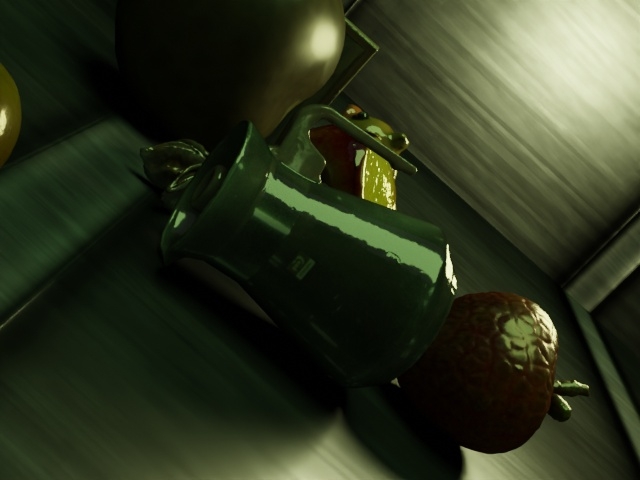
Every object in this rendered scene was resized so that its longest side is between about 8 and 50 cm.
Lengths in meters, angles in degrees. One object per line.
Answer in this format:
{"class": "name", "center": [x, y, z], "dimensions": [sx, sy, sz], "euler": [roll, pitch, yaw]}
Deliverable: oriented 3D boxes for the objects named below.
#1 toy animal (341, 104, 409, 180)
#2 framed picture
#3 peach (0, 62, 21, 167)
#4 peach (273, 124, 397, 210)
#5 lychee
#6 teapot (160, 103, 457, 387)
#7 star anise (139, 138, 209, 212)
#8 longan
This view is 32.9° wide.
{"class": "toy animal", "center": [0.027, -0.140, 1.964], "dimensions": [0.195, 0.281, 0.169], "euler": [11, 55, -66]}
{"class": "framed picture", "center": [-0.087, -0.320, 2.023], "dimensions": [0.247, 0.335, 0.022], "euler": [41, 28, -6]}
{"class": "peach", "center": [-0.410, -0.150, 1.049], "dimensions": [0.251, 0.153, 0.251], "euler": [35, 0, 0]}
{"class": "peach", "center": [0.021, -0.056, 1.736], "dimensions": [0.245, 0.248, 0.275], "euler": [25, -7, 35]}
{"class": "lychee", "center": [0.256, 0.200, 1.631], "dimensions": [0.300, 0.255, 0.255], "euler": [31, 15, -6]}
{"class": "teapot", "center": [0.000, 0.000, 1.416], "dimensions": [0.344, 0.300, 0.253], "euler": [34, 0, -18]}
{"class": "star anise", "center": [-0.162, -0.065, 1.585], "dimensions": [0.236, 0.093, 0.229], "euler": [37, 9, -36]}
{"class": "longan", "center": [-0.154, -0.353, 1.805], "dimensions": [0.404, 0.404, 0.336], "euler": [40, -13, -9]}
